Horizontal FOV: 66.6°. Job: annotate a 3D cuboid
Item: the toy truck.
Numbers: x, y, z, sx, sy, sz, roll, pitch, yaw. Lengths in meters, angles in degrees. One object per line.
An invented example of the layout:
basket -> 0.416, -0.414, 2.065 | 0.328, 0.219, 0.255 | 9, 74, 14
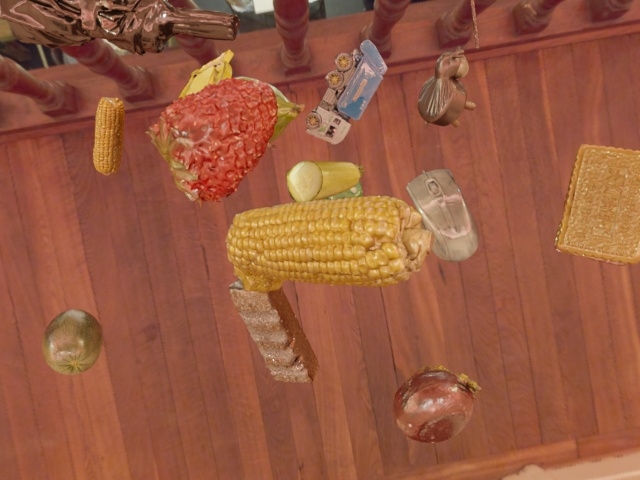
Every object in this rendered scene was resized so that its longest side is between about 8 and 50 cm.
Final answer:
toy truck -> 0.086, -0.512, 1.692 | 0.175, 0.146, 0.368 | 30, 110, -5

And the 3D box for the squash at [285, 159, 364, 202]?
squash -> 0.049, -0.195, 1.502 | 0.287, 0.137, 0.138 | -13, 93, -30

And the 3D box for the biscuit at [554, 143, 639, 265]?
biscuit -> 0.633, -0.080, 1.076 | 0.172, 0.029, 0.255 | 12, 90, 17

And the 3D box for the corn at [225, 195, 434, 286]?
corn -> 0.000, 0.000, 0.710 | 0.346, 0.130, 0.131 | 2, 93, 34

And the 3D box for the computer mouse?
computer mouse -> 0.437, -0.106, 1.736 | 0.188, 0.122, 0.371 | -22, 69, 5

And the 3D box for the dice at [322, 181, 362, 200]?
dice -> 0.079, -0.174, 1.849 | 0.128, 0.131, 0.120 | 2, 57, -22

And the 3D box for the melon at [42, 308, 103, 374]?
melon -> -0.512, 0.206, 1.009 | 0.114, 0.167, 0.114 | -9, 119, -18

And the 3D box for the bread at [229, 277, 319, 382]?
bread -> -0.153, 0.307, 1.657 | 0.165, 0.113, 0.417 | -8, 118, 31

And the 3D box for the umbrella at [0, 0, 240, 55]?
umbrella -> -0.279, -0.314, 0.677 | 0.339, 0.118, 0.118 | 7, 92, 6

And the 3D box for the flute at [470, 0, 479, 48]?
flute -> 0.462, -0.722, 1.480 | 0.014, 0.014, 0.270 | -16, 111, -1

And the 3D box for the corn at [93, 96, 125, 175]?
corn -> -0.517, -0.251, 1.190 | 0.068, 0.068, 0.208 | 18, 122, -2

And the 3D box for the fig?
fig -> -0.210, -0.401, 1.524 | 0.232, 0.314, 0.233 | -7, 107, -24

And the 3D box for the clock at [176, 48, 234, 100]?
clock -> -0.415, -0.529, 1.750 | 0.071, 0.276, 0.294 | 38, 59, -39

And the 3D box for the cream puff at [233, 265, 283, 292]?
cream puff -> -0.128, 0.052, 1.134 | 0.146, 0.116, 0.147 | 7, 74, -26

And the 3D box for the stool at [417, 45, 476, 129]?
stool -> 0.337, -0.393, 1.280 | 0.121, 0.125, 0.218 | 3, 112, -30

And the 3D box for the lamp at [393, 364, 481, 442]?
lamp -> 0.215, 0.314, 0.952 | 0.157, 0.135, 0.157 | 5, 123, -21

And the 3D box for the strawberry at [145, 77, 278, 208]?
strawberry -> -0.250, -0.261, 1.282 | 0.343, 0.292, 0.293 | -27, 93, -19
